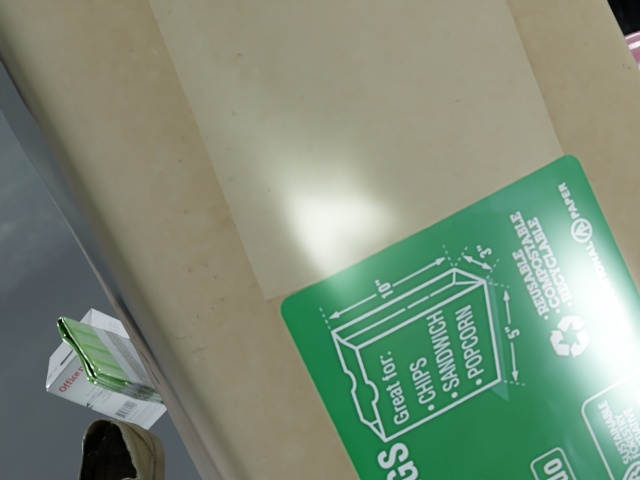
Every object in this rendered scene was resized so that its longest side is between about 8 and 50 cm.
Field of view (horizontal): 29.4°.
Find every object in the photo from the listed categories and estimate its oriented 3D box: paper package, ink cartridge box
[{"bbox_3d":[0.000,0.000,0.467,0.168,0.325,0.309,-28,8,-10],"label":"paper package"},{"bbox_3d":[-0.231,0.149,1.401,0.099,0.135,0.056,-46,31,27],"label":"ink cartridge box"}]

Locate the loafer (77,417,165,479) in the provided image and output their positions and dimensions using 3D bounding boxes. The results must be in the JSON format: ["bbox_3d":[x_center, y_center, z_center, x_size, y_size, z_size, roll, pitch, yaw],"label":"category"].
[{"bbox_3d":[-0.113,0.159,0.661,0.056,0.050,0.148,-27,44,13],"label":"loafer"}]

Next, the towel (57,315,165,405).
[{"bbox_3d":[-0.152,0.118,1.071,0.023,0.152,0.113,-61,35,7],"label":"towel"}]

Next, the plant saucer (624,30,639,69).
[{"bbox_3d":[0.407,-0.077,1.385,0.332,0.332,0.084,-25,7,4],"label":"plant saucer"}]
